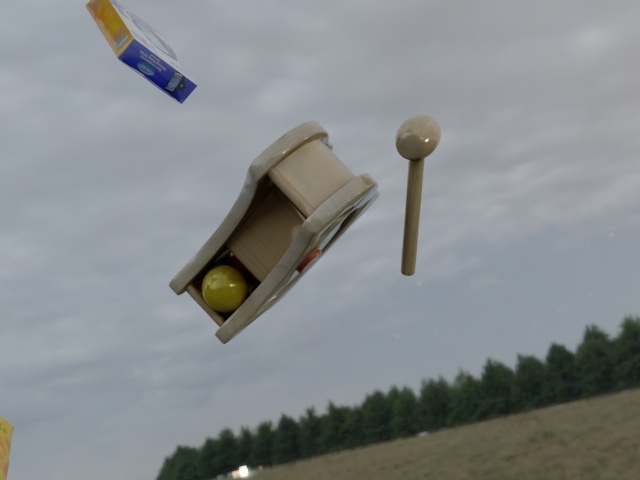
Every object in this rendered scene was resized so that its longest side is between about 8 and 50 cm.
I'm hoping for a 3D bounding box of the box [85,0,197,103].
[{"bbox_3d":[-0.167,-0.181,0.784,0.028,0.136,0.081,-48,-45,9],"label":"box"}]

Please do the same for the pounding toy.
[{"bbox_3d":[0.000,0.000,0.728,0.269,0.155,0.154,-46,-7,22],"label":"pounding toy"}]

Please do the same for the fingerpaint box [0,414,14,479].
[{"bbox_3d":[-0.488,0.189,0.723,0.163,0.371,0.445,-35,-61,3],"label":"fingerpaint box"}]
